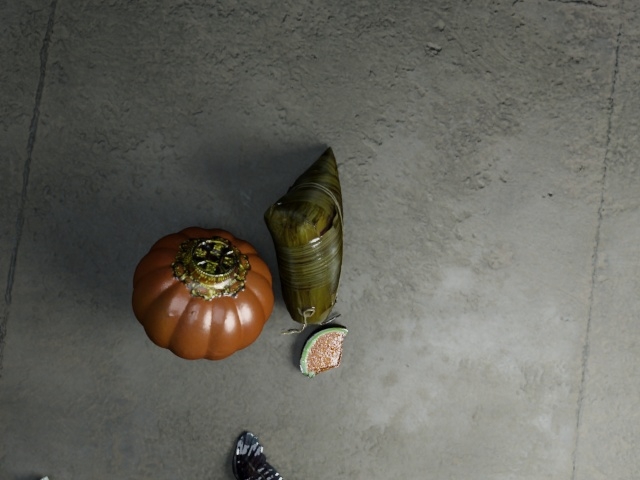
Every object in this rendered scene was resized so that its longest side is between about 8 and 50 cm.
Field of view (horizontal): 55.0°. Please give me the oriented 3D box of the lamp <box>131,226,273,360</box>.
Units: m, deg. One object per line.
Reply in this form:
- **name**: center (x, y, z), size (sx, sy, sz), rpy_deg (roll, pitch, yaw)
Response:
- **lamp**: center (-0.182, 0.081, 0.965), size (0.223, 0.196, 0.223), rpy_deg (11, 51, -14)

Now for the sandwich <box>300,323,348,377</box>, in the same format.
- **sandwich**: center (0.002, 0.188, 1.048), size (0.069, 0.026, 0.101), rpy_deg (13, 90, -4)

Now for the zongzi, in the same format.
- **zongzi**: center (0.000, 0.000, 1.040), size (0.111, 0.241, 0.247), rpy_deg (6, 125, 19)

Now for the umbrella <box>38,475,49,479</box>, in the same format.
- **umbrella**: center (-0.426, 0.482, 1.016), size (0.050, 0.046, 0.188), rpy_deg (-28, 87, -45)

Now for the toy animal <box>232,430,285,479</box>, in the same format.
- **toy animal**: center (-0.044, 0.463, 0.973), size (0.160, 0.272, 0.197), rpy_deg (32, 81, -35)
